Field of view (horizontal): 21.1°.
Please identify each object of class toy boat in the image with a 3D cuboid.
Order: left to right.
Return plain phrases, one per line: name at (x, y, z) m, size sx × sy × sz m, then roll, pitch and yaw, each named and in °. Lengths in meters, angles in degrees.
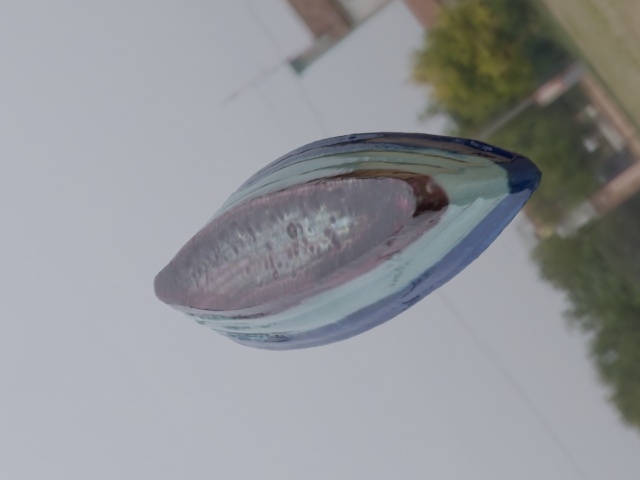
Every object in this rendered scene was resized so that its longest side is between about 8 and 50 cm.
toy boat at (0.000, 0.000, 0.669) m, size 0.229 × 0.046 × 0.080 m, roll -18°, pitch 82°, yaw 58°
